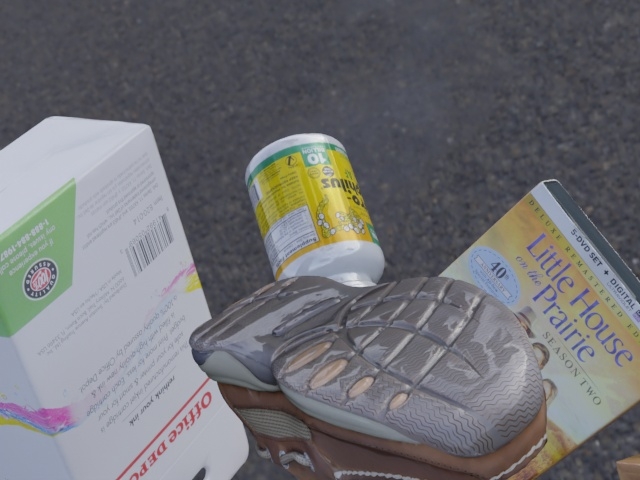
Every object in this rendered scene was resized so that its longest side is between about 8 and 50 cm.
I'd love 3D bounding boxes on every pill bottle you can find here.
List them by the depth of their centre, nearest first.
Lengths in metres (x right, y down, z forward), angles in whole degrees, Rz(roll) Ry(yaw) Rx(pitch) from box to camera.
[{"bbox_3d":[0.000,0.000,1.205,0.117,0.117,0.208,-21,62,5],"label":"pill bottle"}]

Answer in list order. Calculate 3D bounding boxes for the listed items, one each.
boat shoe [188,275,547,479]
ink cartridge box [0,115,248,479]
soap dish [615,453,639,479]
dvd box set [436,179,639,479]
[{"bbox_3d":[0.029,0.094,0.649,0.123,0.116,0.324,-27,12,-19],"label":"boat shoe"},{"bbox_3d":[-0.193,0.100,0.947,0.119,0.354,0.207,7,35,32],"label":"ink cartridge box"},{"bbox_3d":[0.315,0.236,0.615,0.118,0.291,0.229,-33,13,-32],"label":"soap dish"},{"bbox_3d":[0.262,0.165,1.570,0.420,0.308,0.062,-45,-19,30],"label":"dvd box set"}]
